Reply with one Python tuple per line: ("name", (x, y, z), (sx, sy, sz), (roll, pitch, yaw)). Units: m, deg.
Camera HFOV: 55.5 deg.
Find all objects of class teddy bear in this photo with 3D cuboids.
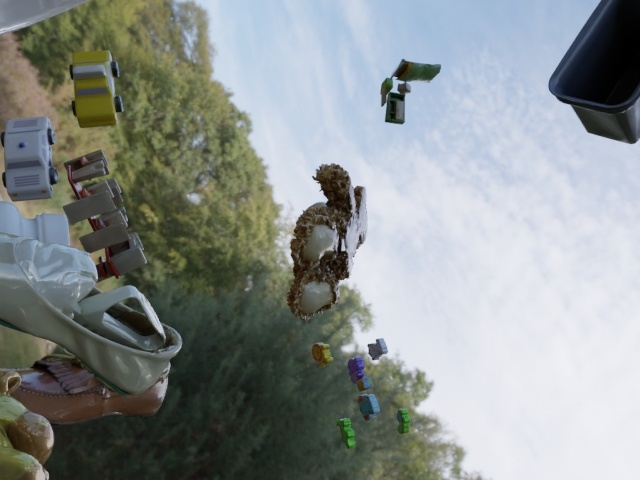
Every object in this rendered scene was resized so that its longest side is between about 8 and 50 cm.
("teddy bear", (0.000, 0.000, 1.036), (0.338, 0.113, 0.245), (-70, 158, -52))

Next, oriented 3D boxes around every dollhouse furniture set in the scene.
("dollhouse furniture set", (-0.495, -0.040, 1.333), (0.262, 0.135, 0.259), (-128, -161, -56))
("dollhouse furniture set", (0.154, -0.266, 1.100), (0.152, 0.076, 0.058), (142, -46, -73))

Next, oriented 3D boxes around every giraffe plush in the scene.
("giraffe plush", (-0.405, 0.260, 0.742), (0.210, 0.181, 0.170), (44, 9, -3))

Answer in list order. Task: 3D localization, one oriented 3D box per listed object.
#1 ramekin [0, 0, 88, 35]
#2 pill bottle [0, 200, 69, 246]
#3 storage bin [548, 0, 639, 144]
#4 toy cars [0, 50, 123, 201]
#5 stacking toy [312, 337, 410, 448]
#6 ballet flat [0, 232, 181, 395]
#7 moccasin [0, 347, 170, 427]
("ramekin", (-0.198, -0.262, 0.430), (0.135, 0.277, 0.277), (61, -15, -18))
("pill bottle", (-0.579, 0.023, 0.975), (0.176, 0.319, 0.176), (5, -85, 61))
("storage bin", (0.302, -0.161, 0.582), (0.098, 0.135, 0.091), (30, -4, 43))
("toy cars", (-0.537, -0.258, 1.255), (0.177, 0.393, 0.087), (30, -22, 5))
("stacking toy", (0.086, 0.311, 1.269), (0.052, 0.167, 0.221), (-45, -126, 46))
("ballet flat", (-0.205, 0.051, 0.517), (0.086, 0.086, 0.248), (54, 1, 43))
("moccasin", (-0.420, 0.253, 1.109), (0.139, 0.380, 0.146), (23, -89, 37))
